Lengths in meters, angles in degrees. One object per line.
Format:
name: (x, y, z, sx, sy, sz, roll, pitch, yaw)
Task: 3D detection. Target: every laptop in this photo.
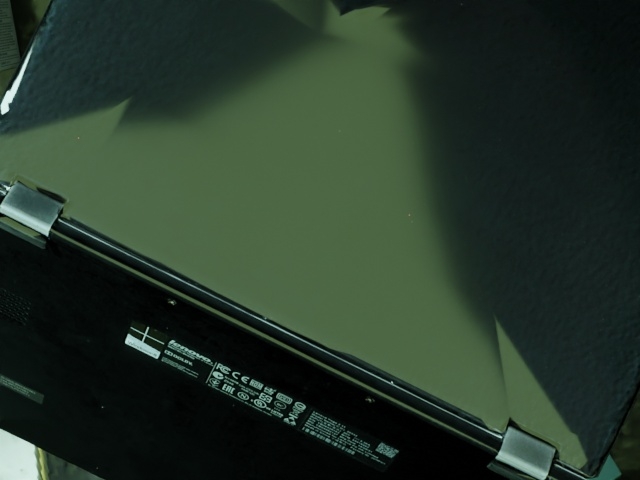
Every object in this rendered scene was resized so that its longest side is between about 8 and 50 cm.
laptop: (0.000, 0.000, 0.891, 0.382, 0.236, 0.408, 27, 144, -1)

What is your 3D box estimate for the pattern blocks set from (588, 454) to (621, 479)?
pattern blocks set: (0.282, 0.230, 0.909, 0.285, 0.026, 0.325, -22, 74, 8)

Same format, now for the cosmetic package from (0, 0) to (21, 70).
cosmetic package: (-0.222, -0.160, 0.911, 0.041, 0.060, 0.115, -8, 98, 5)
